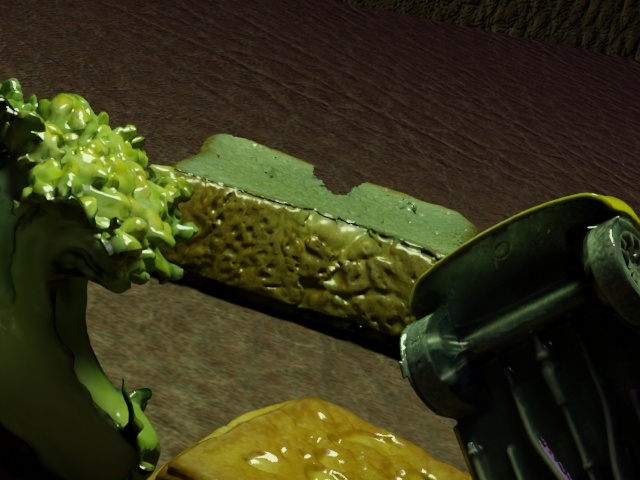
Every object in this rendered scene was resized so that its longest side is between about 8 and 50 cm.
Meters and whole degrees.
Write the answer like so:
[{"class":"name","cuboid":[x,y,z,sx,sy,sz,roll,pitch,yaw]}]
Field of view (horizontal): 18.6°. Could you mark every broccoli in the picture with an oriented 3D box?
[{"class":"broccoli","cuboid":[-0.171,0.019,1.217,0.273,0.242,0.180,44,34,-4]}]

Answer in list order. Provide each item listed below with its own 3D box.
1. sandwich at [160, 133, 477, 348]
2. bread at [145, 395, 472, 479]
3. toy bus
[{"class":"sandwich","cuboid":[0.001,-0.002,1.700,0.273,0.095,0.249,18,13,2]},{"class":"bread","cuboid":[0.025,0.188,1.104,0.235,0.099,0.210,30,21,19]},{"class":"toy bus","cuboid":[0.174,0.143,1.040,0.152,0.144,0.330,4,62,-57]}]
